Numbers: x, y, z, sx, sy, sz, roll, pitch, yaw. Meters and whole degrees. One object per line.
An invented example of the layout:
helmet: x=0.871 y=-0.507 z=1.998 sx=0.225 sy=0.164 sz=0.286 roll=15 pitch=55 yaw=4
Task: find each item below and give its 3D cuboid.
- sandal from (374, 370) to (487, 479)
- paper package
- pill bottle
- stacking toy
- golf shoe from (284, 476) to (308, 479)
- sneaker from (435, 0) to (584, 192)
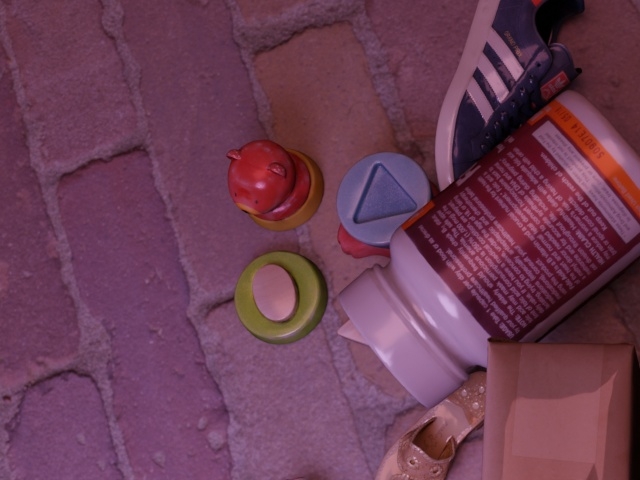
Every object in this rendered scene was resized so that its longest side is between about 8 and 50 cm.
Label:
sandal: x=0.138 y=0.260 z=1.990 sx=0.088 sy=0.079 sz=0.240 roll=40 pitch=90 yaw=24
paper package: x=0.285 y=0.296 z=1.806 sx=0.168 sy=0.309 sz=0.325 roll=0 pitch=75 yaw=14
pill bottle: x=0.230 y=0.016 z=1.930 sx=0.392 sy=0.224 sz=0.224 roll=-39 pitch=67 yaw=5
stacking toy: x=0.000 y=0.000 z=2.083 sx=0.309 sy=0.130 sz=0.279 roll=7 pitch=77 yaw=20
golf shoe: x=-0.061 y=0.460 z=1.983 sx=0.140 sy=0.115 sz=0.306 roll=28 pitch=86 yaw=20
sneaker: x=0.259 y=-0.195 z=2.053 sx=0.148 sy=0.131 sz=0.350 roll=11 pitch=78 yaw=25
